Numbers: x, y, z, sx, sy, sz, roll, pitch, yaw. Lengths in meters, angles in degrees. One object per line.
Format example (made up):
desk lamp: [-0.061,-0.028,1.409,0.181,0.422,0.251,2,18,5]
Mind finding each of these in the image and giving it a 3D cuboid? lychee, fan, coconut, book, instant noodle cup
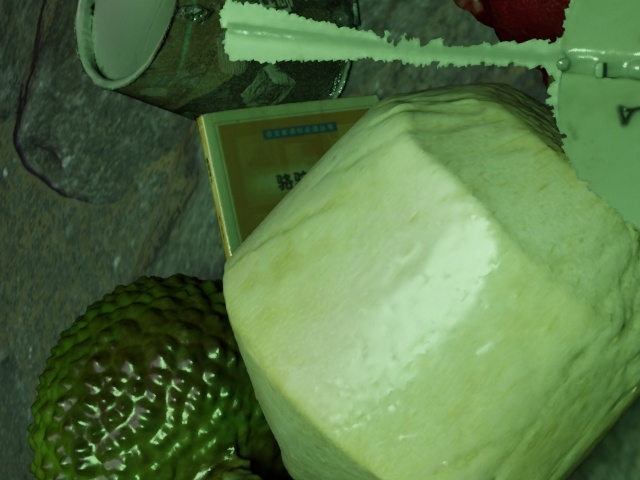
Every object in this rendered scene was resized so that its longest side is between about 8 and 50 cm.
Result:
lychee: [-0.133,0.171,0.859,0.270,0.270,0.320,-54,17,24]
fan: [0.143,-0.086,0.456,0.414,0.012,0.233,5,119,16]
coconut: [0.076,0.057,0.648,0.329,0.329,0.329,-8,79,43]
book: [0.000,0.000,0.796,0.018,0.170,0.242,154,105,-66]
instant noodle cup: [-0.109,-0.210,0.922,0.217,0.207,0.217,-9,78,44]

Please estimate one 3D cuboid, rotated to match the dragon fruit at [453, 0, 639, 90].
dragon fruit: [0.214,-0.228,0.547,0.329,0.329,0.329,-8,79,43]
